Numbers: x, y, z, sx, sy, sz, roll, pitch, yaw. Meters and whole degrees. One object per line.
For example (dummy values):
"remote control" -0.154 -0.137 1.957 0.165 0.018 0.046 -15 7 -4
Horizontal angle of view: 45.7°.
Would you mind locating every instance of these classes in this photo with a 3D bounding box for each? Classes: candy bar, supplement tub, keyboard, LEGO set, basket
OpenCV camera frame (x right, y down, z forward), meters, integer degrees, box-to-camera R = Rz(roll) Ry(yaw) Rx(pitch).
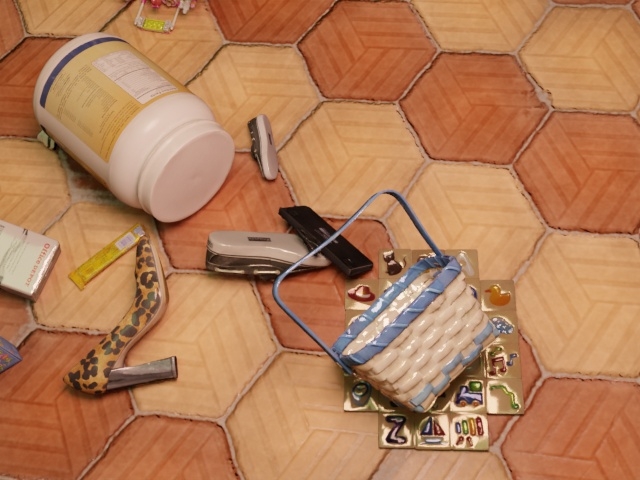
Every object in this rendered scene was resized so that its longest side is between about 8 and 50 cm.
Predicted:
"candy bar" -0.378 0.026 1.370 0.161 0.018 0.040 -39 71 -13
"supplement tub" -0.329 -0.199 1.354 0.316 0.228 0.228 39 74 20
"keyboard" 0.000 0.000 1.309 0.180 0.108 0.023 41 117 25
"LEGO set" -0.302 -0.496 1.544 0.287 0.132 0.107 3 69 31
"basket" 0.101 0.101 1.158 0.255 0.201 0.289 -39 99 -13

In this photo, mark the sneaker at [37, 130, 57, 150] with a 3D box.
"sneaker" -0.498 -0.218 1.490 0.109 0.040 0.043 -42 84 -10

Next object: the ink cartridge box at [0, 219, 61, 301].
"ink cartridge box" -0.550 0.031 1.339 0.151 0.063 0.109 21 68 -5

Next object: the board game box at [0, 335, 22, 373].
"board game box" -0.616 0.217 1.226 0.212 0.160 0.039 -32 65 -10

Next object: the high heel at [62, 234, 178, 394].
"high heel" -0.348 0.122 1.277 0.186 0.093 0.261 -9 73 -6

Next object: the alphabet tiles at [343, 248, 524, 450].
"alphabet tiles" 0.181 0.170 1.253 0.285 0.011 0.342 -1 65 6

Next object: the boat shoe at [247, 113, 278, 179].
"boat shoe" -0.110 -0.171 1.424 0.040 0.049 0.142 -19 62 18

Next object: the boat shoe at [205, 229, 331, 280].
"boat shoe" -0.088 0.030 1.311 0.220 0.070 0.077 7 26 -11
